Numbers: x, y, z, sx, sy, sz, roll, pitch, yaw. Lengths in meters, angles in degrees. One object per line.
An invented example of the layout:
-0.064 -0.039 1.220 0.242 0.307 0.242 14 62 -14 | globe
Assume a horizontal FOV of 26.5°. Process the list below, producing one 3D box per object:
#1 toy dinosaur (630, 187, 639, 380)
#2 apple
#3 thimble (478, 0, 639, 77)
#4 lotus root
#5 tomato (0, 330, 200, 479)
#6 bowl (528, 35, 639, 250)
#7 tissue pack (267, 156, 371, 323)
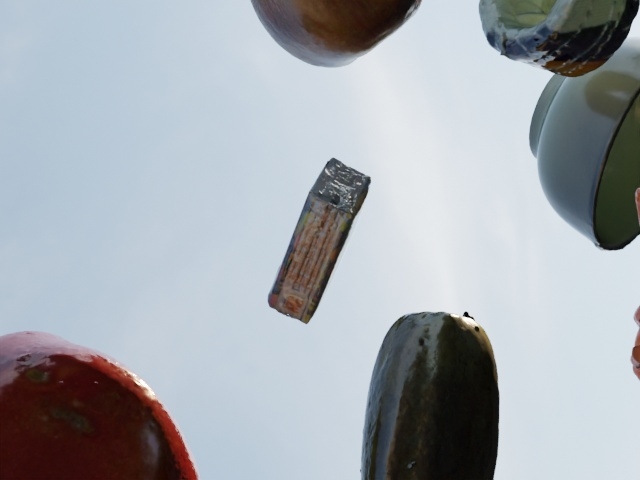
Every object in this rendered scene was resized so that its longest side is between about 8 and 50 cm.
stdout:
0.313 0.077 1.262 0.101 0.055 0.279 65 -154 -74 | toy dinosaur
0.018 -0.315 1.660 0.188 0.211 0.211 54 -135 -4 | apple
0.339 -0.359 1.959 0.150 0.237 0.237 10 -89 -34 | thimble
0.101 0.180 1.264 0.123 0.124 0.241 130 146 -81 | lotus root
-0.289 0.262 1.415 0.290 0.293 0.325 -40 -85 -26 | tomato
0.458 -0.177 2.183 0.354 0.185 0.354 -35 -41 -37 | bowl
0.000 0.000 1.458 0.108 0.060 0.148 -59 -9 -62 | tissue pack
